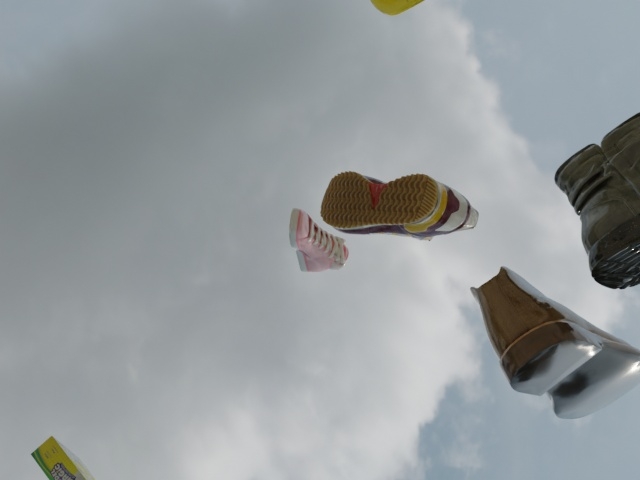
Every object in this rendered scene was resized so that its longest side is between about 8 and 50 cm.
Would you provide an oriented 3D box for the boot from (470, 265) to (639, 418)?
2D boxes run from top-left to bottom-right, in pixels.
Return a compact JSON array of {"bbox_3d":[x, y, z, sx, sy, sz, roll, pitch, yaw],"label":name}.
[{"bbox_3d":[0.249,0.105,1.024,0.112,0.305,0.115,-40,-125,14],"label":"boot"}]

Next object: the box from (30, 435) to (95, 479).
[{"bbox_3d":[-0.317,0.358,1.367,0.043,0.105,0.179,-43,-121,-14],"label":"box"}]

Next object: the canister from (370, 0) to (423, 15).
[{"bbox_3d":[0.131,-0.306,1.026,0.170,0.126,0.073,-42,-76,-39],"label":"canister"}]

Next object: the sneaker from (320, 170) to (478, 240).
[{"bbox_3d":[0.077,-0.029,1.036,0.185,0.084,0.070,8,-102,53],"label":"sneaker"}]

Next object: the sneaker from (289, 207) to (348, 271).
[{"bbox_3d":[0.000,0.000,1.305,0.070,0.134,0.051,1,-120,11],"label":"sneaker"}]

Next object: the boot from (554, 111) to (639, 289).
[{"bbox_3d":[0.341,-0.073,0.945,0.246,0.083,0.161,-30,-135,27],"label":"boot"}]
